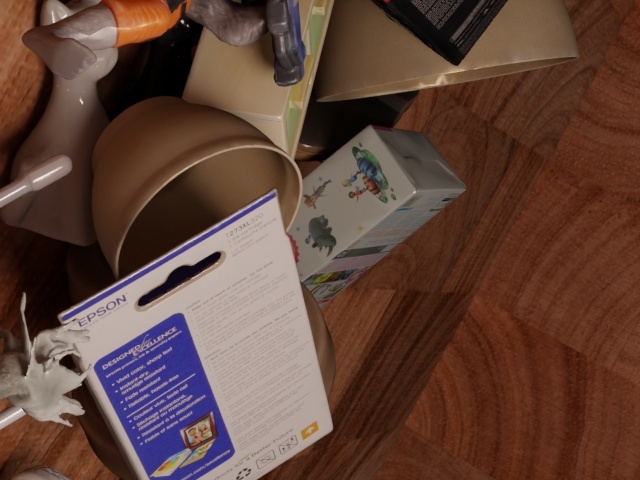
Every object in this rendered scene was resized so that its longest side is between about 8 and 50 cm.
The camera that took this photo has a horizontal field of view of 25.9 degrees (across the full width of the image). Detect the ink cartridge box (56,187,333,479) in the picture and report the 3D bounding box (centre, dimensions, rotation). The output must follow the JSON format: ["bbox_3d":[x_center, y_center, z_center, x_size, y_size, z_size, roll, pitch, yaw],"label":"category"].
[{"bbox_3d":[-0.094,0.095,1.098,0.176,0.069,0.371,-31,149,-13],"label":"ink cartridge box"}]

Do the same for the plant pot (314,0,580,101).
[{"bbox_3d":[0.119,-0.263,1.482,0.284,0.284,0.190,-18,99,-65],"label":"plant pot"}]

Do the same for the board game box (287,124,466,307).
[{"bbox_3d":[0.000,0.000,1.588,0.303,0.097,0.224,-40,168,16],"label":"board game box"}]

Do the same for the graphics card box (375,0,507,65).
[{"bbox_3d":[0.121,-0.283,1.150,0.232,0.094,0.371,-54,167,9],"label":"graphics card box"}]

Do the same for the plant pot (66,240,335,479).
[{"bbox_3d":[-0.137,0.071,1.322,0.263,0.263,0.229,-51,144,-27],"label":"plant pot"}]

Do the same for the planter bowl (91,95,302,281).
[{"bbox_3d":[-0.111,-0.042,1.075,0.162,0.109,0.162,-27,146,-20],"label":"planter bowl"}]

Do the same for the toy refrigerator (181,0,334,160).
[{"bbox_3d":[-0.038,-0.194,1.207,0.102,0.094,0.269,87,15,-61],"label":"toy refrigerator"}]

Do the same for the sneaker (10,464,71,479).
[{"bbox_3d":[-0.355,0.396,1.349,0.365,0.137,0.210,-62,166,16],"label":"sneaker"}]

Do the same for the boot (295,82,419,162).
[{"bbox_3d":[0.020,-0.125,1.635,0.115,0.112,0.305,-57,168,27],"label":"boot"}]

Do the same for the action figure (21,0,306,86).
[{"bbox_3d":[-0.116,-0.276,1.017,0.330,0.179,0.341,-28,116,-70],"label":"action figure"}]

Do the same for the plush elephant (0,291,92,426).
[{"bbox_3d":[-0.312,0.033,0.760,0.330,0.255,0.271,11,99,-64],"label":"plush elephant"}]

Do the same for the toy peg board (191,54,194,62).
[{"bbox_3d":[-0.099,-0.131,1.363,0.161,0.079,0.160,-48,175,-32],"label":"toy peg board"}]

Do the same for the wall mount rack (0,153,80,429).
[{"bbox_3d":[-0.268,0.111,1.047,0.350,0.131,0.304,75,27,-43],"label":"wall mount rack"}]

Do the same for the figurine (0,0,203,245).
[{"bbox_3d":[-0.169,-0.124,1.155,0.215,0.092,0.209,-32,140,-55],"label":"figurine"}]
